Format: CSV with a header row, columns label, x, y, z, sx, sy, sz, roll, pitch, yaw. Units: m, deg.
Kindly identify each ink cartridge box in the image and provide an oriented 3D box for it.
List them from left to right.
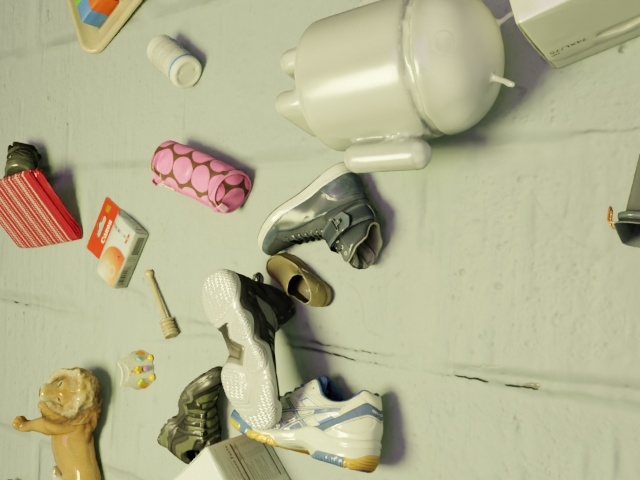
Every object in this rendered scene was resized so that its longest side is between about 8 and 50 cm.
label,x,y,z,sx,sy,sz,roll,pitch,yaw
ink cartridge box,-0.477,0.001,1.308,0.179,0.045,0.146,35,106,27
ink cartridge box,0.321,-0.388,0.689,0.198,0.197,0.270,-18,79,33

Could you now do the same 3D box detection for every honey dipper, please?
label,x,y,z,sx,sy,sz,roll,pitch,yaw
honey dipper,-0.339,0.130,1.219,0.030,0.030,0.161,-38,65,27

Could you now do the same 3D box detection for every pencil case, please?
label,x,y,z,sx,sy,sz,roll,pitch,yaw
pencil case,-0.237,-0.120,1.124,0.209,0.095,0.098,24,70,33

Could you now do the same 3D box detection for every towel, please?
label,x,y,z,sx,sy,sz,roll,pitch,yaw
towel,-0.721,-0.072,1.427,0.274,0.031,0.199,-6,122,34

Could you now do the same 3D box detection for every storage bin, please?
label,x,y,z,sx,sy,sz,roll,pitch,yaw
storage bin,0.394,-0.046,0.675,0.098,0.135,0.091,8,81,34

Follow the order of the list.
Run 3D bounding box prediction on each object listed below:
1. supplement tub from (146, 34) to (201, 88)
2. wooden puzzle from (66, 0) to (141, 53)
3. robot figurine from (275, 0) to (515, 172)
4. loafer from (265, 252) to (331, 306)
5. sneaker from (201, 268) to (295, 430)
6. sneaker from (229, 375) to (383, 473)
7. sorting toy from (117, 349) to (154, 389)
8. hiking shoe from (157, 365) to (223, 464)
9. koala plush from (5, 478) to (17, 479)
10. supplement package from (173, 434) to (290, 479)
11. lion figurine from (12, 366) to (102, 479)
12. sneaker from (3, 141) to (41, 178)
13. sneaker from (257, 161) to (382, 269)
label,x,y,z,sx,sy,sz,roll,pitch,yaw
supplement tub,-0.300,-0.367,1.186,0.107,0.071,0.071,45,112,26
wooden puzzle,-0.491,-0.658,1.321,0.347,0.080,0.322,-30,72,29
robot figurine,0.105,-0.241,0.828,0.353,0.199,0.300,-3,79,34
loafer,-0.045,0.066,1.008,0.148,0.050,0.056,30,104,31
sneaker,-0.096,0.172,0.977,0.101,0.153,0.269,-27,76,30
sneaker,-0.021,0.291,0.968,0.296,0.112,0.131,1,68,35
sorting toy,-0.395,0.276,1.221,0.044,0.075,0.083,-14,81,33
hiking shoe,-0.220,0.340,1.109,0.114,0.086,0.227,39,115,15
koala plush,-0.789,0.749,1.408,0.203,0.196,0.221,23,97,22
supplement package,-0.177,0.504,1.024,0.262,0.145,0.204,-47,64,24
lion figurine,-0.568,0.480,1.315,0.240,0.142,0.393,-10,97,26
sneaker,-0.781,-0.167,1.503,0.227,0.087,0.130,-49,35,44
sneaker,-0.001,-0.001,0.959,0.226,0.086,0.164,-39,65,25
